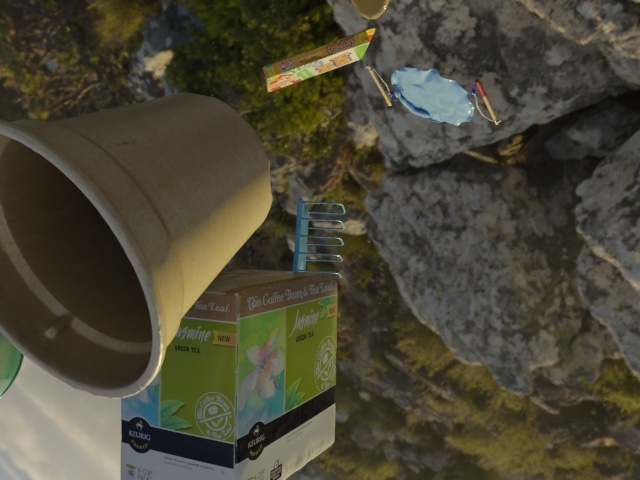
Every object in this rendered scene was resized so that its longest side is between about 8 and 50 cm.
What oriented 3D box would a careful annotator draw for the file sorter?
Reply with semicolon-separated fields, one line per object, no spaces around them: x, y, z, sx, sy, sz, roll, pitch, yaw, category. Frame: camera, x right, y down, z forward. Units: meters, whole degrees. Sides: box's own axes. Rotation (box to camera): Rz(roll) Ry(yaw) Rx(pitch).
0.000;0.000;1.393;0.105;0.170;0.118;2;171;6;file sorter

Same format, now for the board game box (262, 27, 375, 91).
-0.002;-0.402;1.344;0.124;0.260;0.039;-176;63;-86;board game box

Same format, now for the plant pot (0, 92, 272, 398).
-0.226;-0.035;0.745;0.334;0.305;0.333;16;125;24;plant pot

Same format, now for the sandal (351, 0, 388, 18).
0.074;-0.455;0.887;0.088;0.079;0.240;22;151;36;sandal

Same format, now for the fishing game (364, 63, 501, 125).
0.228;-0.295;1.207;0.264;0.041;0.189;19;165;39;fishing game

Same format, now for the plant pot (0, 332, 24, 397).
-0.666;0.186;0.997;0.271;0.271;0.255;46;165;-5;plant pot

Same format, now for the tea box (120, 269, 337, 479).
-0.136;0.218;1.002;0.220;0.329;0.323;1;93;26;tea box
